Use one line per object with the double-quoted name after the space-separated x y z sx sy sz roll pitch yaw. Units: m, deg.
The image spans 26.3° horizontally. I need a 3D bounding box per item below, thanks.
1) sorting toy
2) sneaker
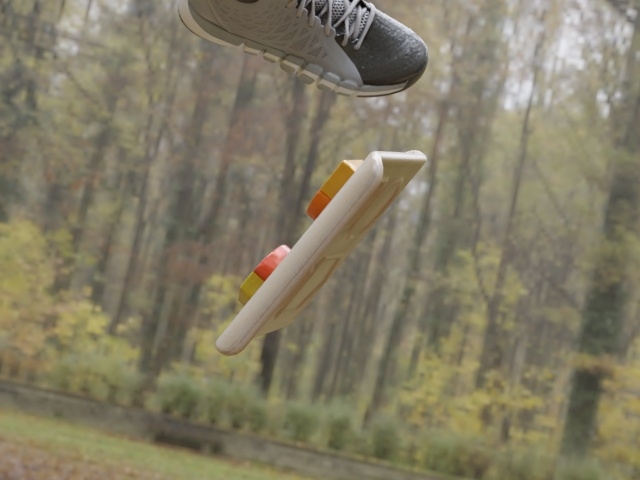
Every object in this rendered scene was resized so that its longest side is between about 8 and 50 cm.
0.000 0.000 1.100 0.038 0.193 0.208 41 13 6 "sorting toy"
-0.004 -0.200 1.162 0.229 0.086 0.132 14 -27 -9 "sneaker"
